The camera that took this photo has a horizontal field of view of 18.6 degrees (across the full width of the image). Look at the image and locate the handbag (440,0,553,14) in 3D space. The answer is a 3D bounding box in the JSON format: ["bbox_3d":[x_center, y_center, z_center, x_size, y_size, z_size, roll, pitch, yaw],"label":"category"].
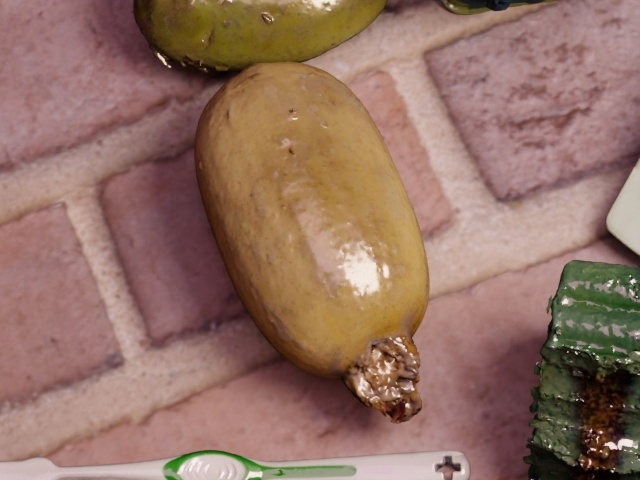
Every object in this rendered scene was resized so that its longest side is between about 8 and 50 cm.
[{"bbox_3d":[0.205,-0.317,1.701,0.263,0.241,0.222,-11,90,-1],"label":"handbag"}]

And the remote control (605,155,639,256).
[{"bbox_3d":[0.383,-0.121,1.682,0.145,0.050,0.344,29,97,11],"label":"remote control"}]

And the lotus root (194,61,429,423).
[{"bbox_3d":[0.000,0.000,1.678,0.169,0.151,0.342,-22,68,-3],"label":"lotus root"}]

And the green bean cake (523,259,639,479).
[{"bbox_3d":[0.224,0.127,1.589,0.107,0.208,0.193,13,70,12],"label":"green bean cake"}]

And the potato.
[{"bbox_3d":[-0.047,-0.227,1.786,0.251,0.113,0.149,-13,63,-9],"label":"potato"}]

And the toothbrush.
[{"bbox_3d":[-0.081,0.199,1.675,0.418,0.040,0.042,-2,69,4],"label":"toothbrush"}]
